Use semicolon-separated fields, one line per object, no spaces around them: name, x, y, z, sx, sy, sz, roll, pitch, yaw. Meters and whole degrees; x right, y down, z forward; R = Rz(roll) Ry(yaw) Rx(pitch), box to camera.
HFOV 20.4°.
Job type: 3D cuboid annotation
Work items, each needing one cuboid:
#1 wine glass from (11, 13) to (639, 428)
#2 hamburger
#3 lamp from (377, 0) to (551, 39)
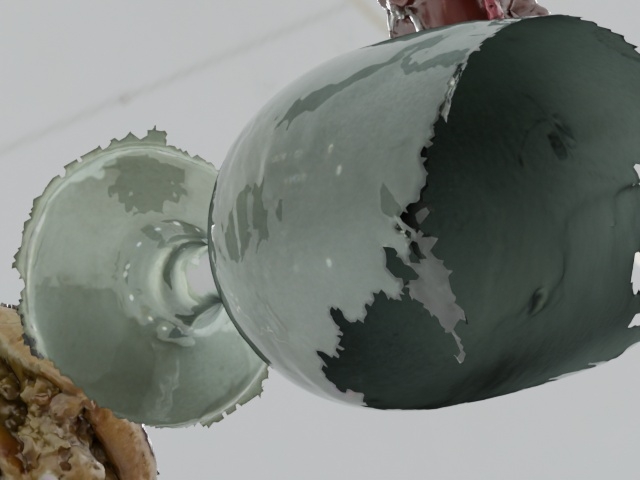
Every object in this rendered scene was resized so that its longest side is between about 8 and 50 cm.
wine glass;0.000;0.000;0.686;0.143;0.321;0.143;5;-100;-28
hamburger;-0.261;0.171;1.288;0.211;0.260;0.245;-47;-6;-29
lamp;0.056;-0.216;1.076;0.118;0.118;0.253;-24;-74;-13
